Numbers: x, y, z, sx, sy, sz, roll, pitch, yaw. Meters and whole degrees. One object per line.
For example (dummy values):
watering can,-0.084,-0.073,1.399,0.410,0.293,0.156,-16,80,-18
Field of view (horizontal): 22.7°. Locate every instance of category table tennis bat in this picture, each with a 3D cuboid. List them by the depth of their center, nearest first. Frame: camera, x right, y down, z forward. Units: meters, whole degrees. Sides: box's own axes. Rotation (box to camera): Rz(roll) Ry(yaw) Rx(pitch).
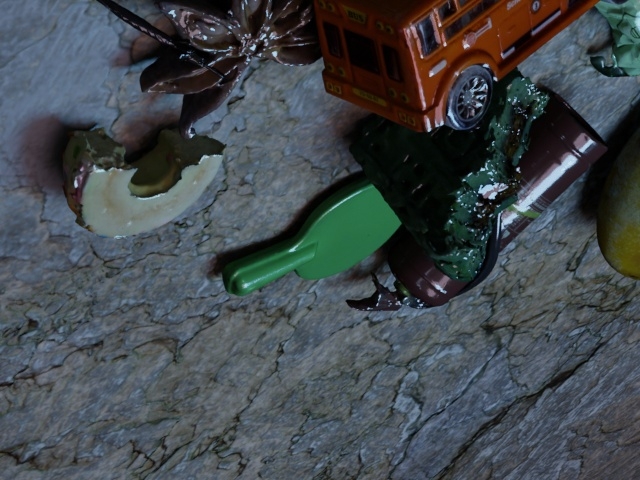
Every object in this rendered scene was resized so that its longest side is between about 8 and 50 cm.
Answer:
table tennis bat,0.000,0.000,1.776,0.257,0.039,0.160,-25,150,-30

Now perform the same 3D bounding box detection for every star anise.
star anise,-0.072,-0.192,1.395,0.208,0.063,0.172,-31,145,2

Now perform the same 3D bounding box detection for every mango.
mango,0.455,-0.083,2.030,0.193,0.146,0.316,-18,141,-43

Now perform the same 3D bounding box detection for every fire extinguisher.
fire extinguisher,0.176,-0.026,1.859,0.341,0.105,0.141,-45,135,14

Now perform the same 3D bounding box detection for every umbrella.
umbrella,-0.137,-0.172,1.325,0.149,0.022,0.022,29,102,-30

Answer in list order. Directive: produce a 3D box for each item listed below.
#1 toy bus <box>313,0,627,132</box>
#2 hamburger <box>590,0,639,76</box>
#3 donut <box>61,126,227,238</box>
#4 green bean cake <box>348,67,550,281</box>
toy bus,0.151,-0.238,1.433,0.329,0.143,0.153,-37,134,-26
hamburger,0.419,-0.265,1.719,0.260,0.150,0.276,-36,152,2
donut,-0.175,-0.058,1.470,0.166,0.065,0.108,-8,141,-42
green bean cake,0.154,-0.090,1.650,0.208,0.193,0.107,-40,145,4
